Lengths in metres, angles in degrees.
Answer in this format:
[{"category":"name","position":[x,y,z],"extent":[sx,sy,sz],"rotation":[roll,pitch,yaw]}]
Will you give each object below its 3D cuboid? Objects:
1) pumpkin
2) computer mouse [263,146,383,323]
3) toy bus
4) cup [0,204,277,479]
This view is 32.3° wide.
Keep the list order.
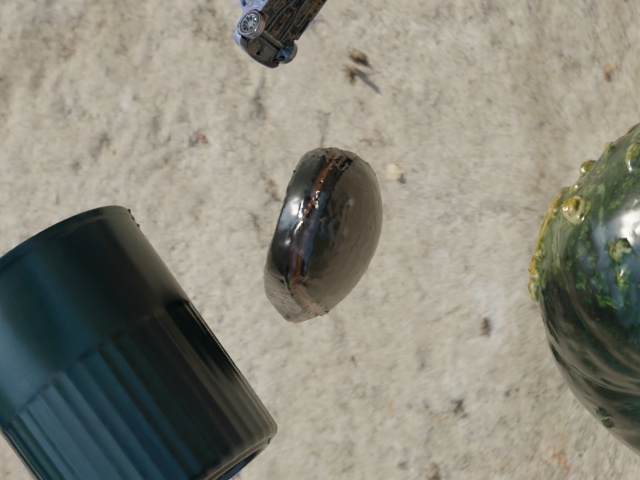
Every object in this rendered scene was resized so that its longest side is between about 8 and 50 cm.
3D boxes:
[{"category":"pumpkin","position":[0.180,0.025,0.461],"extent":[0.190,0.146,0.190],"rotation":[21,128,30]},{"category":"computer mouse","position":[0.005,0.002,1.278],"extent":[0.116,0.323,0.182],"rotation":[23,79,2]},{"category":"toy bus","position":[-0.034,-0.273,1.196],"extent":[0.167,0.073,0.076],"rotation":[-52,50,6]},{"category":"cup","position":[-0.235,0.164,1.120],"extent":[0.292,0.308,0.242],"rotation":[51,146,9]}]
